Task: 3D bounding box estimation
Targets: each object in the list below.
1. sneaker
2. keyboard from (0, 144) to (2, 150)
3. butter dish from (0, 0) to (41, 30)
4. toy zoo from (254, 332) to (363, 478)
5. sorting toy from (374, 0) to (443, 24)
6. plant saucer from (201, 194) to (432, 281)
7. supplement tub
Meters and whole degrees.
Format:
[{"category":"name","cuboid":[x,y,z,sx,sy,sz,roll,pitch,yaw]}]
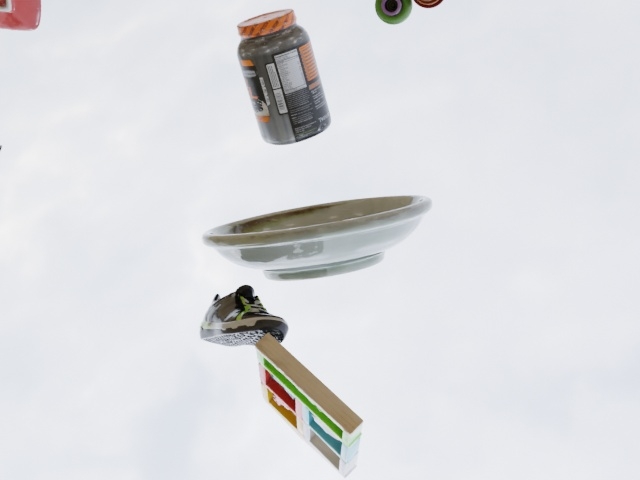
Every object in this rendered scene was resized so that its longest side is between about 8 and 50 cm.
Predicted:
[{"category":"sneaker","cuboid":[-0.127,0.113,1.397,0.235,0.084,0.097,-9,-116,54]},{"category":"keyboard","cuboid":[-0.405,-0.034,1.028,0.192,0.038,0.100,-37,-161,57]},{"category":"butter dish","cuboid":[-0.374,-0.323,0.945,0.160,0.159,0.118,6,-140,-4]},{"category":"toy zoo","cuboid":[-0.018,0.269,1.360,0.192,0.293,0.030,41,-112,19]},{"category":"sorting toy","cuboid":[0.114,-0.324,1.155,0.102,0.061,0.042,-21,-172,18]},{"category":"plant saucer","cuboid":[0.000,0.000,1.524,0.401,0.100,0.400,-9,-172,1]},{"category":"supplement tub","cuboid":[-0.060,-0.253,1.363,0.117,0.190,0.117,-14,-158,6]}]
